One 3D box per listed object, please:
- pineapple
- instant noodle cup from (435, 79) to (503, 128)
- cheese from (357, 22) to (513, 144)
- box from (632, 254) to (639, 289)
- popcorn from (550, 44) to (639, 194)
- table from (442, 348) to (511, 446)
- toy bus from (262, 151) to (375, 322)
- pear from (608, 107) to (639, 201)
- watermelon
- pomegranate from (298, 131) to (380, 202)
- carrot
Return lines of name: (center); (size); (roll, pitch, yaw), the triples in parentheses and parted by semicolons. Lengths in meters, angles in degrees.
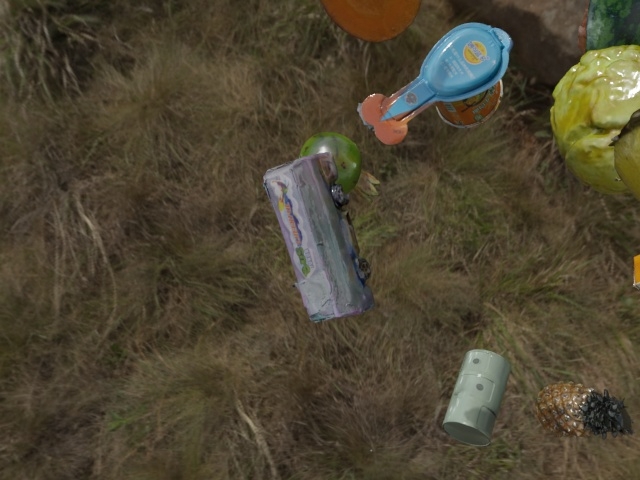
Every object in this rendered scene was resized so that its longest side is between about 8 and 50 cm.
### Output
pineapple: (0.701, 0.449, 1.602); (0.158, 0.279, 0.157); (4, 78, -19)
instant noodle cup: (0.446, -0.498, 1.957); (0.230, 0.182, 0.230); (-7, 76, 32)
cheese: (0.178, -0.241, 0.929); (0.256, 0.037, 0.106); (-34, 86, 4)
box: (0.835, 0.067, 1.262); (0.221, 0.274, 0.091); (34, 50, -13)
popcorn: (0.453, -0.182, 0.917); (0.184, 0.204, 0.221); (-9, 81, -26)
table: (0.412, 0.411, 1.606); (0.126, 0.126, 0.220); (21, 58, 11)
toy bus: (0.000, 0.000, 1.144); (0.112, 0.138, 0.316); (-17, 92, 38)
pear: (0.450, -0.039, 0.638); (0.267, 0.267, 0.178); (-3, 69, 4)
watermelon: (0.645, -0.421, 1.182); (0.292, 0.319, 0.222); (12, 99, 12)
pomegranate: (0.066, -0.226, 2.002); (0.302, 0.236, 0.236); (20, 71, -20)
carrot: (0.110, -0.603, 1.426); (0.258, 0.307, 0.100); (-10, 43, 22)
